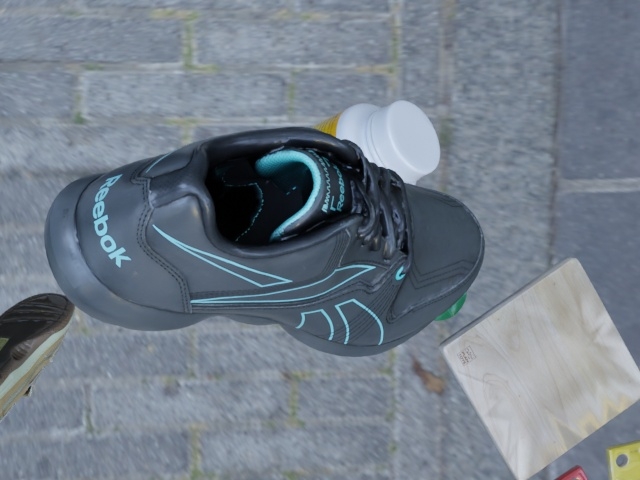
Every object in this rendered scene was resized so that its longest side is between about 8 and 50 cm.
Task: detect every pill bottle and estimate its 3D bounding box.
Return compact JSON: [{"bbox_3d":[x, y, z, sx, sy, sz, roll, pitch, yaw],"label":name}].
[{"bbox_3d":[0.022,-0.073,1.624,0.117,0.215,0.117,25,53,-39],"label":"pill bottle"}]

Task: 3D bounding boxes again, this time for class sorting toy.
[{"bbox_3d":[0.178,0.107,1.204,0.132,0.046,0.274,-34,105,-10],"label":"sorting toy"}]

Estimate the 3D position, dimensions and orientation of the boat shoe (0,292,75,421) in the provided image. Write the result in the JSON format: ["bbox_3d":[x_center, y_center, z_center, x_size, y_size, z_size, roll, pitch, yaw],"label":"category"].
[{"bbox_3d":[-0.302,0.122,1.485,0.068,0.190,0.072,11,122,20],"label":"boat shoe"}]

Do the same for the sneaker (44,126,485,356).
[{"bbox_3d":[0.000,0.000,0.748,0.267,0.106,0.101,-1,68,-43],"label":"sneaker"}]
